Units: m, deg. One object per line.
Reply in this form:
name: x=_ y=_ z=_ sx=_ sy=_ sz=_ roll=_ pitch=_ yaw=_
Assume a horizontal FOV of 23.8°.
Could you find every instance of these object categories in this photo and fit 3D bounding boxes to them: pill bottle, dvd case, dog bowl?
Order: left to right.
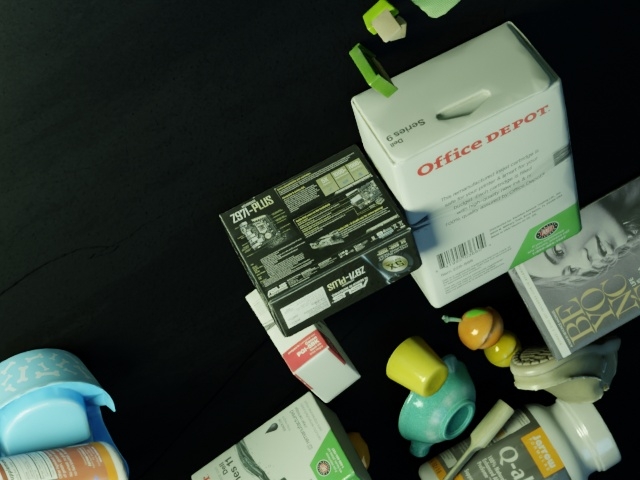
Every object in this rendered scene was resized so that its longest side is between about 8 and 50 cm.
pill bottle: x=-0.334 y=0.303 z=1.727 sx=0.216 sy=0.121 sz=0.121 roll=-6 pitch=137 yaw=-29
dog bowl: x=-0.328 y=0.239 z=1.822 sx=0.166 sy=0.074 sz=0.297 roll=-20 pitch=142 yaw=-14
pill bottle: x=0.302 y=0.345 z=2.300 sx=0.278 sy=0.162 sz=0.162 roll=-30 pitch=143 yaw=-1
dvd case: x=0.371 y=0.037 z=2.023 sx=0.221 sy=0.164 sz=0.018 roll=-29 pitch=-173 yaw=-2

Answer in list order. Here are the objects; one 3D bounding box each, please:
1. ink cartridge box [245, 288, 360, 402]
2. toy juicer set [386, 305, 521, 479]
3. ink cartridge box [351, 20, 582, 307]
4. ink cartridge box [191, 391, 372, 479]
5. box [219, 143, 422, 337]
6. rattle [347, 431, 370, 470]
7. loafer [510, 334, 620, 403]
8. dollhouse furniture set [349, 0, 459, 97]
ink cartridge box: x=-0.022 y=0.117 z=1.841 sx=0.056 sy=0.135 sz=0.099 roll=-38 pitch=143 yaw=4
toy juicer set: x=0.192 y=0.209 z=2.149 sx=0.209 sy=0.089 sz=0.329 roll=-38 pitch=143 yaw=-22
ink cartridge box: x=0.175 y=-0.084 z=1.758 sx=0.211 sy=0.121 sz=0.289 roll=-27 pitch=143 yaw=-6
ink cartridge box: x=-0.051 y=0.330 z=2.049 sx=0.208 sy=0.153 sz=0.087 roll=-37 pitch=142 yaw=6
box: x=0.000 y=0.000 z=1.713 sx=0.180 sy=0.147 sz=0.077 roll=-28 pitch=143 yaw=-5
rattle: x=0.039 y=0.366 z=2.254 sx=0.130 sy=0.143 sz=0.199 roll=-7 pitch=166 yaw=21
loafer: x=0.356 y=0.187 z=2.147 sx=0.102 sy=0.092 sz=0.268 roll=-6 pitch=180 yaw=36
dollhouse furniture set: x=0.101 y=-0.227 z=1.597 sx=0.151 sy=0.058 sz=0.076 roll=-42 pitch=142 yaw=15
